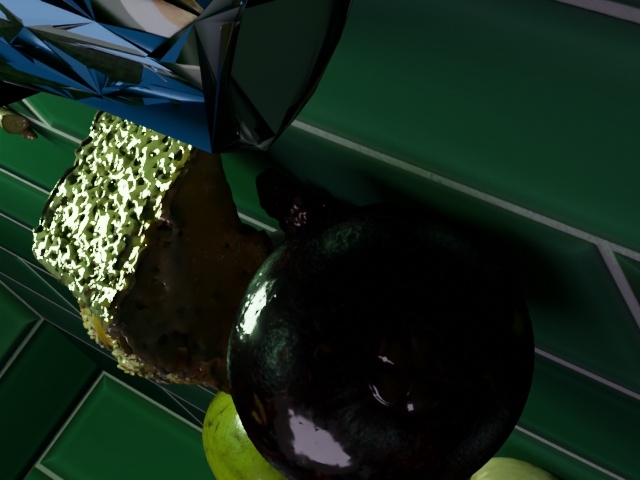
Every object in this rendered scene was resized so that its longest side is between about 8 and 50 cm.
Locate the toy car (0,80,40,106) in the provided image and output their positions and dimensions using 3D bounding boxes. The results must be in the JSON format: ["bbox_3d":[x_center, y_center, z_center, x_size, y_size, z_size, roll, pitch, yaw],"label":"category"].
[{"bbox_3d":[-0.251,-0.221,1.162,0.359,0.213,0.176,72,176,-62],"label":"toy car"}]

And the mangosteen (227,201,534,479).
[{"bbox_3d":[0.052,0.103,1.359,0.288,0.288,0.288,33,166,9],"label":"mangosteen"}]

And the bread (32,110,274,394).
[{"bbox_3d":[-0.111,0.004,1.602,0.315,0.279,0.248,16,-172,-40],"label":"bread"}]

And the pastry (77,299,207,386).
[{"bbox_3d":[-0.283,0.147,2.511,0.255,0.162,0.311,45,162,-27],"label":"pastry"}]

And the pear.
[{"bbox_3d":[-0.049,0.325,2.400,0.307,0.253,0.253,39,171,38],"label":"pear"}]

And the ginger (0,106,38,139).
[{"bbox_3d":[-0.434,-0.167,2.089,0.097,0.030,0.048,37,168,-14],"label":"ginger"}]

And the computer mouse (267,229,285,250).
[{"bbox_3d":[0.012,0.053,1.651,0.269,0.086,0.137,23,153,48],"label":"computer mouse"}]

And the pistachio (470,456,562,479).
[{"bbox_3d":[0.285,0.358,1.998,0.200,0.117,0.145,19,-162,29],"label":"pistachio"}]

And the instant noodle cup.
[{"bbox_3d":[-0.086,-0.172,0.906,0.178,0.240,0.240,22,163,15],"label":"instant noodle cup"}]

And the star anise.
[{"bbox_3d":[0.000,0.000,1.536,0.190,0.070,0.097,39,160,29],"label":"star anise"}]
